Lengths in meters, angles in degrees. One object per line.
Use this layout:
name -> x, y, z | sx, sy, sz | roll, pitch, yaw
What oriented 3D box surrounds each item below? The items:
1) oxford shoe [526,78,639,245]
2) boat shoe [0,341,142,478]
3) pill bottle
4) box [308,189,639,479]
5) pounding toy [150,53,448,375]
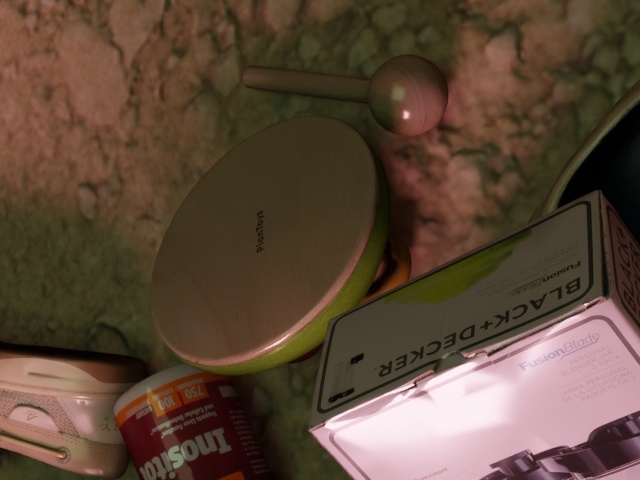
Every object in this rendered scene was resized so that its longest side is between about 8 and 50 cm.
oxford shoe -> 0.139, 0.041, 0.812 | 0.140, 0.146, 0.397 | 37, 109, 24
boat shoe -> -0.272, 0.125, 1.097 | 0.302, 0.109, 0.098 | 4, 90, 27
pill bottle -> -0.077, 0.165, 0.982 | 0.086, 0.086, 0.152 | -34, 72, 27
box -> 0.147, 0.130, 0.736 | 0.169, 0.087, 0.290 | -28, 118, 26
pounding toy -> 0.000, 0.000, 0.945 | 0.183, 0.110, 0.236 | 0, 60, 43
